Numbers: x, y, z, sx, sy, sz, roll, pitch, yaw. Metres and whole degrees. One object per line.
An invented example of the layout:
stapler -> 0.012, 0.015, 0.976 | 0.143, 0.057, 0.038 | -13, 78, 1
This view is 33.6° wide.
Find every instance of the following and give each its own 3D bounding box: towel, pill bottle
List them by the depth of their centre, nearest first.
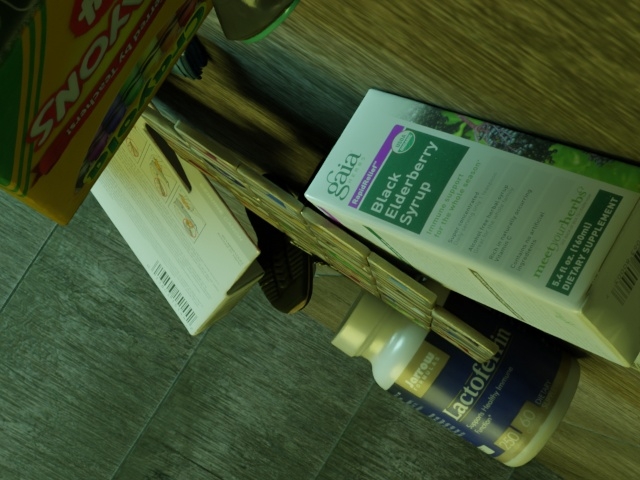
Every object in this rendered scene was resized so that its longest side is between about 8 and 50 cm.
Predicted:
towel -> -0.158, -0.182, 0.926 | 0.119, 0.029, 0.067 | 30, 171, 16
pill bottle -> 0.156, 0.137, 1.248 | 0.265, 0.153, 0.153 | 31, 172, 1

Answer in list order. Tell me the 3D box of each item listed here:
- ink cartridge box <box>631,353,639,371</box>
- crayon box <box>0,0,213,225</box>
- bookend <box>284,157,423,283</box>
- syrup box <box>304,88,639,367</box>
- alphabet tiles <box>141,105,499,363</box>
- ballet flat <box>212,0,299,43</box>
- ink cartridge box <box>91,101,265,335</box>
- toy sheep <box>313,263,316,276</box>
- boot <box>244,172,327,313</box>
ink cartridge box -> 0.212, 0.043, 0.773 | 0.150, 0.063, 0.109 | 27, 171, 33
crayon box -> -0.139, -0.123, 0.596 | 0.081, 0.202, 0.318 | 32, 173, 0
bookend -> 0.047, -0.002, 1.102 | 0.157, 0.072, 0.156 | 31, 172, 1
syrup box -> 0.110, -0.015, 0.693 | 0.237, 0.093, 0.096 | 25, 170, 43
alphabet tiles -> 0.000, 0.000, 0.891 | 0.343, 0.011, 0.285 | 35, 176, 9
ballet flat -> -0.018, -0.143, 0.487 | 0.074, 0.074, 0.203 | 35, 165, -22
ink cartridge box -> -0.170, -0.065, 1.188 | 0.296, 0.066, 0.261 | 54, 148, 7
toy sheep -> -0.051, 0.039, 1.692 | 0.091, 0.091, 0.132 | 29, -170, 20
boot -> -0.010, 0.019, 1.264 | 0.137, 0.077, 0.198 | 32, -145, -40
